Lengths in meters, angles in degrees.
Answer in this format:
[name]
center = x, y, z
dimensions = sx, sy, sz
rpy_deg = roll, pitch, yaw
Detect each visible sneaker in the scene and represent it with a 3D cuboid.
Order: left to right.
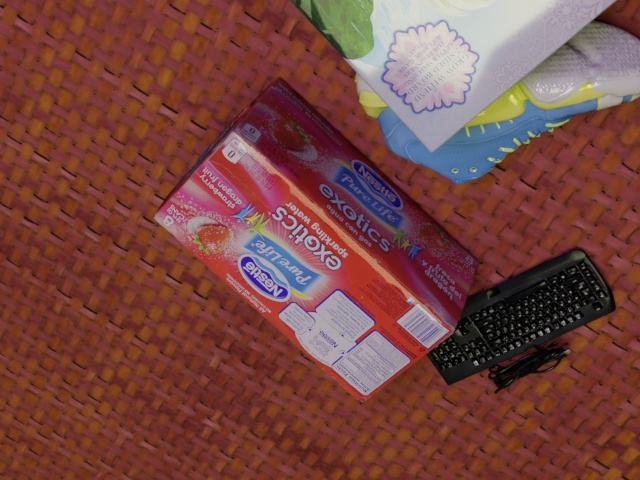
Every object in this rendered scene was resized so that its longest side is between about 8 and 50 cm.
[sneaker]
center = 0.153, -0.111, 1.029
dimensions = 0.240, 0.091, 0.126
rpy_deg = 3, 138, 17

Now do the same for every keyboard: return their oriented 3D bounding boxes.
[keyboard]
center = 0.182, 0.087, 1.151
dimensions = 0.192, 0.038, 0.100
rpy_deg = -30, 107, 32

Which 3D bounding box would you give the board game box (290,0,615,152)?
[board game box]
center = 0.092, -0.278, 0.867
dimensions = 0.319, 0.066, 0.318
rpy_deg = -40, 101, 23

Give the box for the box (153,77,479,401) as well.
[box]
center = 0.000, 0.000, 1.110
dimensions = 0.257, 0.122, 0.128
rpy_deg = 42, 123, -8
